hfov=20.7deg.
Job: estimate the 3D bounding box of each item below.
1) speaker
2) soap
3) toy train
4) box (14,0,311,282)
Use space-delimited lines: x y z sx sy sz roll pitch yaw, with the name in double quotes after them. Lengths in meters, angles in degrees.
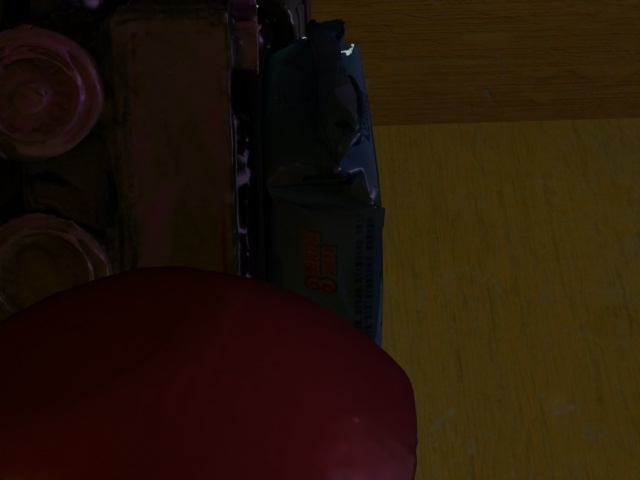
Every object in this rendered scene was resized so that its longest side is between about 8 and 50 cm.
-0.069 0.165 0.791 0.294 0.294 0.294 178 -90 -89 "speaker"
0.000 0.000 1.189 0.156 0.077 0.293 -95 -178 -45 "soap"
-0.125 -0.044 1.081 0.134 0.178 0.260 -98 -172 -74 "toy train"
-0.114 -0.089 1.304 0.166 0.221 0.290 -62 159 -43 "box"
